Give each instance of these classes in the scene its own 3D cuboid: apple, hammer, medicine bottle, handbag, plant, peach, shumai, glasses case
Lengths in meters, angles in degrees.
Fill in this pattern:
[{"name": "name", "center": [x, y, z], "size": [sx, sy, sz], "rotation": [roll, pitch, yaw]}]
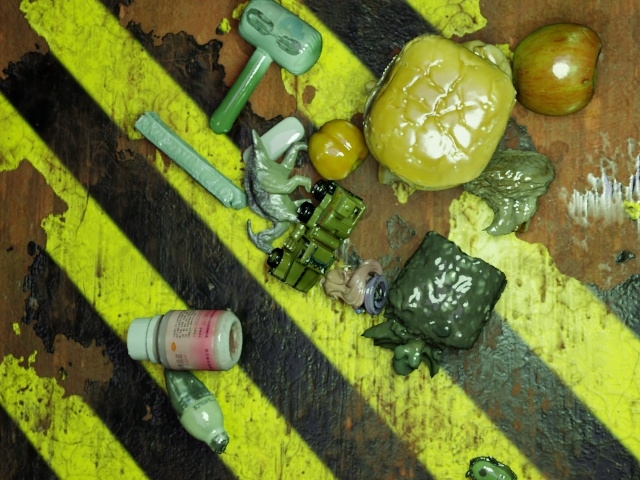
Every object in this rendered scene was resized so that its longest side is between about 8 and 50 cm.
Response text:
[{"name": "apple", "center": [0.494, -0.360, 1.585], "size": [0.195, 0.196, 0.196], "rotation": [-1, 87, 12]}, {"name": "hammer", "center": [-0.154, -0.390, 1.767], "size": [0.206, 0.119, 0.336], "rotation": [38, 101, 11]}, {"name": "medicine bottle", "center": [-0.315, 0.231, 1.743], "size": [0.247, 0.147, 0.147], "rotation": [-1, 87, 11]}, {"name": "handbag", "center": [0.375, 0.506, 1.633], "size": [0.111, 0.047, 0.072], "rotation": [16, 91, 14]}, {"name": "plant", "center": [0.238, 0.153, 1.597], "size": [0.215, 0.213, 0.312], "rotation": [35, 93, 9]}, {"name": "peach", "center": [0.036, -0.206, 1.701], "size": [0.138, 0.138, 0.138], "rotation": [-1, 87, 12]}, {"name": "shumai", "center": [0.398, -0.102, 1.626], "size": [0.205, 0.166, 0.176], "rotation": [8, 115, 23]}, {"name": "glasses case", "center": [-0.111, -0.227, 1.775], "size": [0.164, 0.041, 0.063], "rotation": [-38, 82, 8]}]

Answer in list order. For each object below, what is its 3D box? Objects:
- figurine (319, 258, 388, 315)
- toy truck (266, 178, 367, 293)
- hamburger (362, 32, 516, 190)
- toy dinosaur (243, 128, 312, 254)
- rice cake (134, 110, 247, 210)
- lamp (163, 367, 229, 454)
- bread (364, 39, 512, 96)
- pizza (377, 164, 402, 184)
[{"name": "figurine", "center": [0.075, 0.097, 1.684], "size": [0.157, 0.114, 0.126], "rotation": [19, 76, 14]}, {"name": "toy truck", "center": [-0.003, 0.000, 1.680], "size": [0.127, 0.127, 0.257], "rotation": [31, 100, -28]}, {"name": "hamburger", "center": [0.228, -0.251, 1.514], "size": [0.318, 0.158, 0.319], "rotation": [0, 89, 12]}, {"name": "toy dinosaur", "center": [-0.098, -0.110, 1.741], "size": [0.162, 0.077, 0.294], "rotation": [-2, 92, 4]}, {"name": "rice cake", "center": [-0.307, -0.187, 1.802], "size": [0.336, 0.066, 0.063], "rotation": [42, 95, 10]}, {"name": "lamp", "center": [-0.294, 0.388, 1.756], "size": [0.101, 0.101, 0.250], "rotation": [-44, 68, 6]}, {"name": "bread", "center": [0.266, -0.325, 1.652], "size": [0.311, 0.121, 0.173], "rotation": [-18, 104, 17]}, {"name": "pizza", "center": [0.232, -0.161, 1.669], "size": [0.195, 0.185, 0.052], "rotation": [18, 49, -9]}]
